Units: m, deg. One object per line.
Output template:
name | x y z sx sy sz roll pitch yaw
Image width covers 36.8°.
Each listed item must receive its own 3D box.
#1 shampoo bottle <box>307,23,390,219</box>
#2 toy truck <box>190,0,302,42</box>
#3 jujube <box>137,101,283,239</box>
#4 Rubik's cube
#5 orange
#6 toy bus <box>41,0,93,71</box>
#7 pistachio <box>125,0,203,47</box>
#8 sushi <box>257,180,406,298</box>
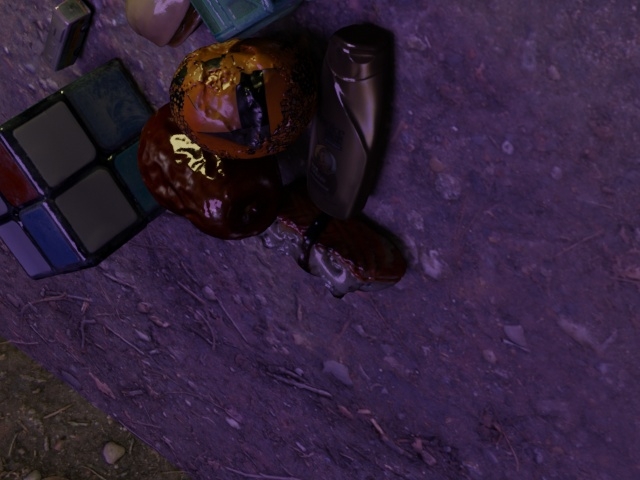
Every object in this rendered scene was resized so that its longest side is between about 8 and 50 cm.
shampoo bottle | 0.044 -0.188 1.542 0.125 0.084 0.350 37 144 23
toy truck | -0.074 -0.395 1.393 0.279 0.156 0.155 -12 116 52
jujube | -0.192 -0.127 1.684 0.318 0.223 0.223 46 153 44
Rubik's cube | -0.501 -0.137 1.953 0.316 0.318 0.313 -13 114 50
orange | -0.119 -0.228 1.510 0.234 0.234 0.182 8 130 41
toy bus | -0.499 -0.405 1.893 0.057 0.072 0.172 48 145 4
pistachio | -0.244 -0.403 1.590 0.223 0.126 0.152 -21 73 52
sushi | 0.000 0.000 1.738 0.332 0.124 0.130 37 144 17
